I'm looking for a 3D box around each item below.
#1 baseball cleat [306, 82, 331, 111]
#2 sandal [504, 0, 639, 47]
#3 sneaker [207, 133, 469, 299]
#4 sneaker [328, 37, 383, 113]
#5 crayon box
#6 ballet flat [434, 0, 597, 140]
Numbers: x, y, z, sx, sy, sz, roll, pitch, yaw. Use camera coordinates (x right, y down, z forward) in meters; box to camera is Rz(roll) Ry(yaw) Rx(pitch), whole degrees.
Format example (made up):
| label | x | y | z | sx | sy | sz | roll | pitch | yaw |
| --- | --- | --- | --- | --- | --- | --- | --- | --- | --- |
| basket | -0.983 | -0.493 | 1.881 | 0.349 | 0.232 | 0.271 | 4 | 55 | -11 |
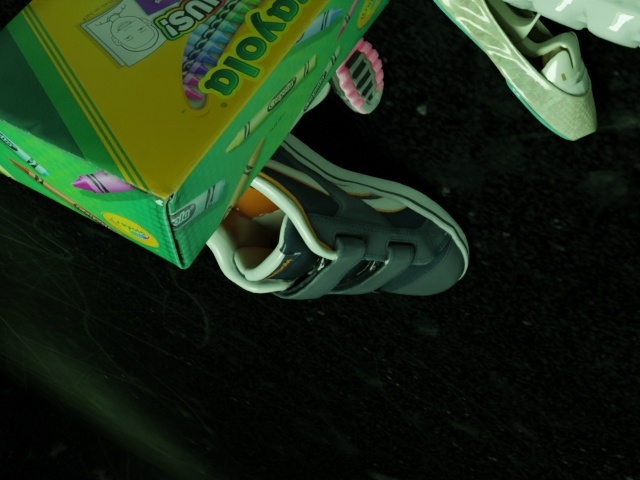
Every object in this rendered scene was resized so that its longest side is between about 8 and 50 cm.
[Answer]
| label | x | y | z | sx | sy | sz | roll | pitch | yaw |
| --- | --- | --- | --- | --- | --- | --- | --- | --- | --- |
| baseball cleat | -0.081 | -0.139 | 0.816 | 0.206 | 0.109 | 0.072 | -9 | 108 | 18 |
| sandal | 0.268 | -0.112 | 0.429 | 0.417 | 0.169 | 0.102 | 21 | 109 | 15 |
| sneaker | 0.000 | 0.000 | 0.790 | 0.321 | 0.127 | 0.126 | 26 | 135 | -25 |
| sneaker | 0.006 | -0.154 | 0.723 | 0.057 | 0.047 | 0.119 | 1 | 131 | 56 |
| crayon box | -0.085 | -0.135 | 0.592 | 0.165 | 0.278 | 0.081 | 26 | 152 | 15 |
| ballet flat | 0.141 | -0.133 | 0.596 | 0.168 | 0.057 | 0.052 | 41 | 142 | -13 |
